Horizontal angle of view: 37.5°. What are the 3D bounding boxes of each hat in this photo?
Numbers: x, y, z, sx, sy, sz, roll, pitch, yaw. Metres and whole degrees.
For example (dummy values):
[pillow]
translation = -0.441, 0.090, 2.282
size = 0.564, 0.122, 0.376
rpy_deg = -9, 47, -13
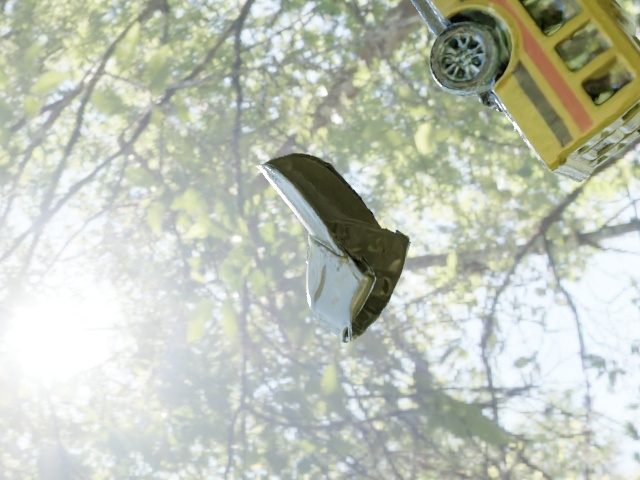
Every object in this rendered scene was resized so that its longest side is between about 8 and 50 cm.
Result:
[hat]
translation = 0.000, 0.000, 0.849
size = 0.175, 0.085, 0.147
rpy_deg = 47, -157, 8

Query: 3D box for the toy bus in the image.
[toy bus]
translation = 0.113, -0.201, 0.686
size = 0.335, 0.123, 0.121
rpy_deg = 59, -156, 15
